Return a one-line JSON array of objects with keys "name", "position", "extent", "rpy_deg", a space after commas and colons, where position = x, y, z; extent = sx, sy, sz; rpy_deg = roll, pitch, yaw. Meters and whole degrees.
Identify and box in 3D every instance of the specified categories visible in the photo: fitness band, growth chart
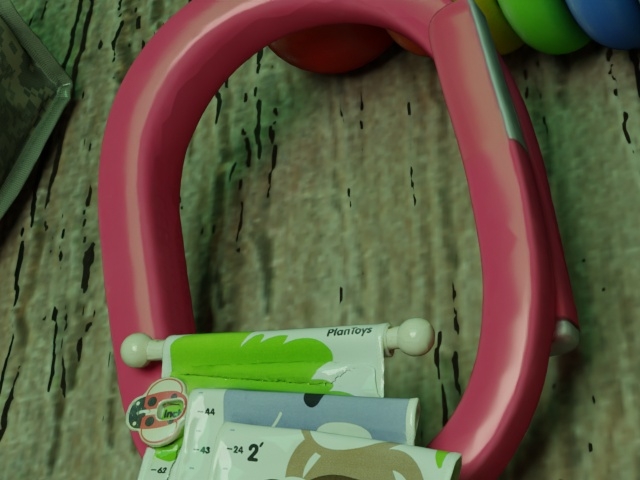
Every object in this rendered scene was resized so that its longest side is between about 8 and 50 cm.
[{"name": "fitness band", "position": [0.000, 0.000, 0.684], "extent": [0.209, 0.054, 0.291], "rpy_deg": [-20, 63, 21]}, {"name": "growth chart", "position": [-0.021, 0.128, 0.576], "extent": [0.172, 0.021, 0.237], "rpy_deg": [-10, 51, 23]}]

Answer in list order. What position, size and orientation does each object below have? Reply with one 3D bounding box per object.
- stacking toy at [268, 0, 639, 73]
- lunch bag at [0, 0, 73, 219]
[{"name": "stacking toy", "position": [0.105, -0.148, 0.748], "extent": [0.330, 0.141, 0.141], "rpy_deg": [-4, 52, 31]}, {"name": "lunch bag", "position": [-0.315, -0.030, 0.841], "extent": [0.235, 0.169, 0.287], "rpy_deg": [-5, 46, 29]}]
